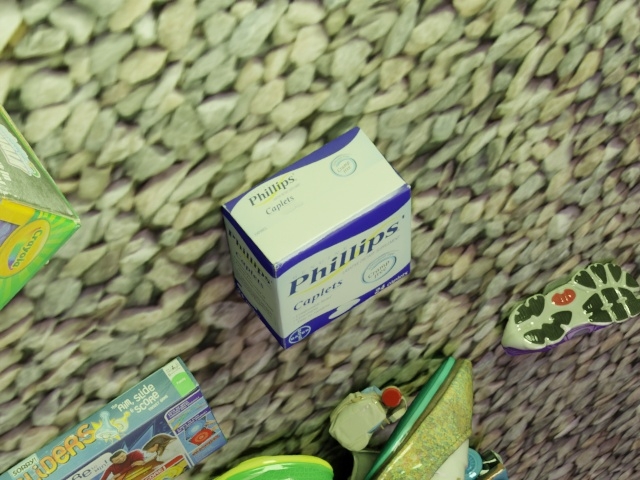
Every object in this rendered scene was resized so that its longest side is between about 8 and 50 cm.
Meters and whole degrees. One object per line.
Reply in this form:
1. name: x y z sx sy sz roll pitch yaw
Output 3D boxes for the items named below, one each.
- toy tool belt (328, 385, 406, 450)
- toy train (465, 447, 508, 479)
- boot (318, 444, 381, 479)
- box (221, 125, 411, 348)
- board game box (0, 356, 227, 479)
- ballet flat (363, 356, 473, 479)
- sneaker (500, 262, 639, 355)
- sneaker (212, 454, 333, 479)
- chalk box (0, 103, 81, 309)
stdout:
1. toy tool belt: 0.047 0.166 1.707 0.083 0.052 0.051 -41 -175 13
2. toy train: 0.146 0.319 1.995 0.184 0.105 0.080 -34 154 -8
3. boot: 0.041 0.291 1.858 0.208 0.076 0.189 -3 123 -59
4. box: 0.000 0.000 1.345 0.126 0.072 0.137 -31 152 -14
5. board game box: -0.181 0.191 1.467 0.201 0.035 0.136 -33 153 -9
6. ballet flat: 0.072 0.267 1.697 0.348 0.123 0.123 -48 160 -29
7. sneaker: 0.260 0.075 1.818 0.170 0.068 0.071 -17 163 -21
8. sneaker: -0.105 0.308 1.648 0.295 0.123 0.109 -31 152 -15
9. chalk box: -0.236 -0.020 0.954 0.132 0.132 0.213 -45 152 13
